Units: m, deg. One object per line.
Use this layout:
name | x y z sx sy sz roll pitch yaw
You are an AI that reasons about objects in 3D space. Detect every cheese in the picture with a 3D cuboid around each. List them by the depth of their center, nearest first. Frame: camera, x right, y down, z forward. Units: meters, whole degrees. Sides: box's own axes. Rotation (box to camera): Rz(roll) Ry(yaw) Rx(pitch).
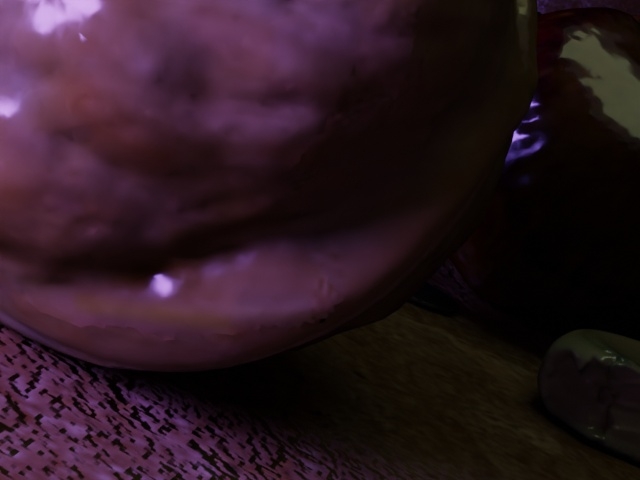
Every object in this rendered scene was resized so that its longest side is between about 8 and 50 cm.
cheese | 0.190 0.089 0.874 0.171 0.047 0.092 18 14 -28

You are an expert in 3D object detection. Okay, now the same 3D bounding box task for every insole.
insole | 0.000 0.000 0.986 0.188 0.004 0.064 28 12 17

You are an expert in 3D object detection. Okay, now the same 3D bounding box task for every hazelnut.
hazelnut | 0.165 -0.026 1.028 0.234 0.218 0.218 45 14 3

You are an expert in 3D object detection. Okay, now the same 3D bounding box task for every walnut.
walnut | -0.047 -0.084 0.657 0.285 0.285 0.296 30 -23 24

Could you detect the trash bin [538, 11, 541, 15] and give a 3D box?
trash bin | 0.082 -0.224 1.590 0.277 0.217 0.262 14 12 2
